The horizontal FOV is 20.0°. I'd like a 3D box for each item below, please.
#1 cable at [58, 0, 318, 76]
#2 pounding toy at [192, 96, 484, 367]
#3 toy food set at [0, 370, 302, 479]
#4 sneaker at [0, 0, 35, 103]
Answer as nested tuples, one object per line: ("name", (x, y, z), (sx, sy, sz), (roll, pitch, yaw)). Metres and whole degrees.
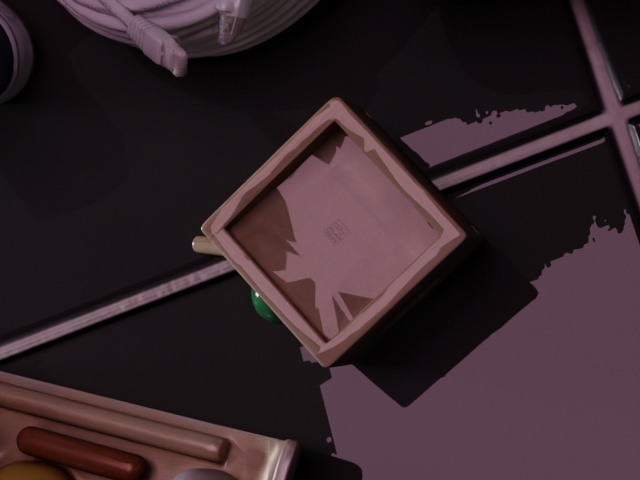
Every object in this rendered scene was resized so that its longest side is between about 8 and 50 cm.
("cable", (-0.077, -0.243, 1.139), (0.257, 0.089, 0.257), (33, 95, 35))
("pounding toy", (0.000, 0.000, 1.066), (0.141, 0.100, 0.130), (-44, 79, 9))
("toy food set", (-0.174, 0.192, 1.076), (0.306, 0.092, 0.220), (11, 80, 25))
("sneaker", (-0.333, -0.163, 1.161), (0.282, 0.153, 0.099), (27, 108, 9))
